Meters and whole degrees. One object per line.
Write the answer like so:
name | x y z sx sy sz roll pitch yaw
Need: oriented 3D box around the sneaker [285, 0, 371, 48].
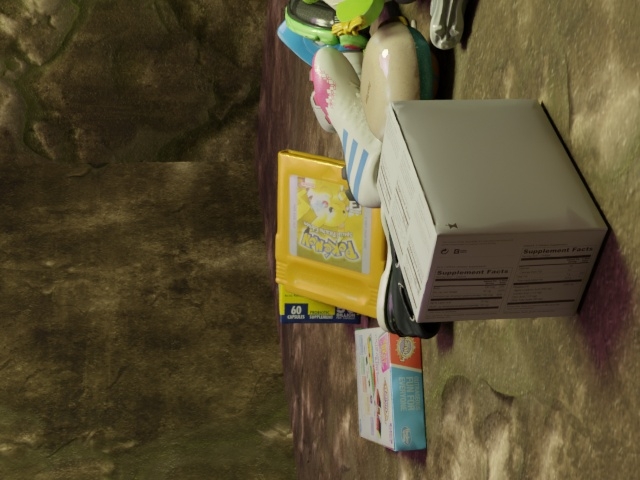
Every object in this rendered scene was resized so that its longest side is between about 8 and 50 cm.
sneaker | 0.036 -0.550 2.005 0.483 0.185 0.202 -88 10 -49

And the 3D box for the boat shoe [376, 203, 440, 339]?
boat shoe | 0.172 0.010 1.661 0.113 0.127 0.340 21 107 47

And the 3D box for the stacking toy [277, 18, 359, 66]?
stacking toy | 0.026 -0.558 2.354 0.165 0.175 0.302 -38 25 35

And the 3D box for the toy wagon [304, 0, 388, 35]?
toy wagon | 0.080 -0.486 1.695 0.267 0.068 0.344 -11 60 38

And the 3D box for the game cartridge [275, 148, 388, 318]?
game cartridge | 0.027 -0.015 2.107 0.052 0.285 0.324 -23 -59 -53

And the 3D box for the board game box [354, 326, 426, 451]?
board game box | 0.137 0.295 2.012 0.316 0.064 0.242 149 119 -78

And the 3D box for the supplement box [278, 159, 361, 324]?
supplement box | 0.000 0.000 2.321 0.195 0.194 0.357 -101 11 -71

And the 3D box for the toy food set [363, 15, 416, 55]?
toy food set | 0.128 -0.380 1.943 0.218 0.071 0.128 -132 41 -74

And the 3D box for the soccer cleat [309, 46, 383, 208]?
soccer cleat | 0.090 -0.222 1.894 0.143 0.116 0.331 -6 110 42

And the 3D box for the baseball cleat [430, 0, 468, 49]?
baseball cleat | 0.203 -0.401 1.527 0.206 0.072 0.109 105 168 -47

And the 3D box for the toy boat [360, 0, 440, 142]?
toy boat | 0.141 -0.341 1.750 0.267 0.148 0.318 103 155 -72

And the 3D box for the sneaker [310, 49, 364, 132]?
sneaker | 0.048 -0.326 2.327 0.297 0.111 0.129 109 151 -66

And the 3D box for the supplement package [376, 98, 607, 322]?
supplement package | 0.199 -0.044 1.215 0.262 0.204 0.145 -102 14 -46
